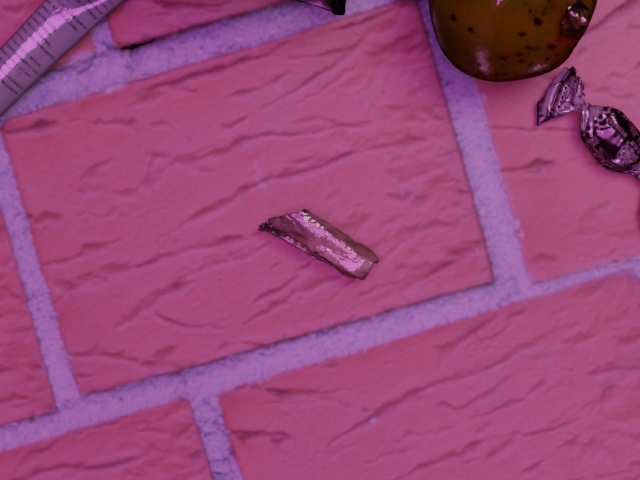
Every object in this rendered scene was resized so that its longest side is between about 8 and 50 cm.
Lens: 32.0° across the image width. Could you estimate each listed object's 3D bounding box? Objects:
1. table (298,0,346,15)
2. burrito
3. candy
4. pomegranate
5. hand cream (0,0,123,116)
[{"bbox_3d":[-0.036,-0.451,1.220,0.222,0.272,0.335,16,93,1],"label":"table"},{"bbox_3d":[0.000,0.000,1.354,0.149,0.041,0.055,30,107,2],"label":"burrito"},{"bbox_3d":[0.349,-0.107,1.325,0.094,0.051,0.226,-42,90,7],"label":"candy"},{"bbox_3d":[0.188,-0.274,1.263,0.245,0.198,0.198,2,93,16],"label":"pomegranate"},{"bbox_3d":[-0.331,-0.250,1.354,0.331,0.058,0.085,-45,88,4],"label":"hand cream"}]
